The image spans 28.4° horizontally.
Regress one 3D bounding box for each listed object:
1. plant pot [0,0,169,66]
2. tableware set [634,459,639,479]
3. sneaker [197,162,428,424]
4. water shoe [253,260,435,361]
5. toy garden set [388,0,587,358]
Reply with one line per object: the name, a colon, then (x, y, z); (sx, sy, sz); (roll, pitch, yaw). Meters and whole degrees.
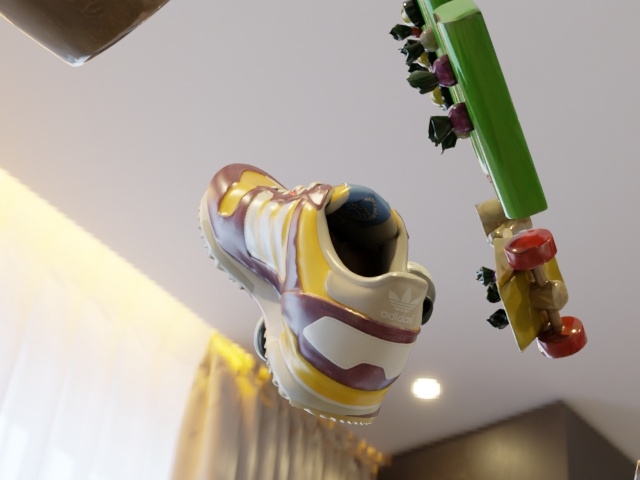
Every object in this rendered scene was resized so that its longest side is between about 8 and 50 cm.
plant pot: (-0.239, -0.286, 1.134); (0.263, 0.263, 0.229); (-26, -70, 33)
tableware set: (0.195, 0.252, 0.899); (0.039, 0.128, 0.194); (9, -36, 14)
sneaker: (0.000, 0.000, 0.592); (0.069, 0.185, 0.084); (13, -63, -32)
water shoe: (0.020, 0.080, 1.293); (0.203, 0.080, 0.073); (-25, -68, 13)
toy garden set: (0.084, -0.058, 0.741); (0.049, 0.244, 0.204); (-21, -69, 6)
